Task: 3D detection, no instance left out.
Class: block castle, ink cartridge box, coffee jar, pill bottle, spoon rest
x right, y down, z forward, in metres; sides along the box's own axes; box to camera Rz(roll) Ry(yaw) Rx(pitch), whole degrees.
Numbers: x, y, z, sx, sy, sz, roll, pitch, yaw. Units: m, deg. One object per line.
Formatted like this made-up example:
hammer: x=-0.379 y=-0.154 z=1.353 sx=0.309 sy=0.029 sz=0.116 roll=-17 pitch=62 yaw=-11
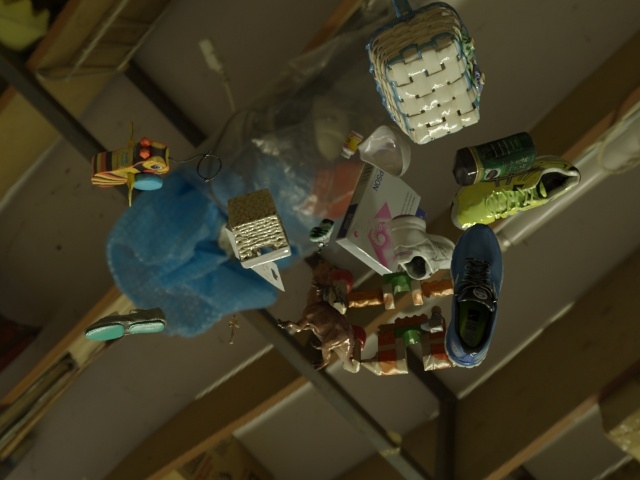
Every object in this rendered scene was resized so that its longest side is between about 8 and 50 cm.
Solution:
block castle: x=0.258 y=0.206 z=1.977 sx=0.453 sy=0.303 sz=0.213 roll=-9 pitch=-152 yaw=9
ink cartridge box: x=0.231 y=-0.054 z=2.248 sx=0.071 sy=0.330 sz=0.324 roll=-14 pitch=-132 yaw=51
coffee jar: x=0.403 y=-0.189 z=1.564 sx=0.184 sy=0.079 sz=0.096 roll=-15 pitch=156 yaw=-5
pill bottle: x=0.096 y=-0.299 z=2.084 sx=0.083 sy=0.043 sz=0.043 roll=-61 pitch=-177 yaw=10
spoon rest: x=0.159 y=-0.236 z=1.741 sx=0.084 sy=0.137 sz=0.276 roll=-19 pitch=-166 yaw=-10
ink cartridge box: x=-0.155 y=0.036 z=1.693 sx=0.045 sy=0.179 sz=0.145 roll=-48 pitch=154 yaw=-22

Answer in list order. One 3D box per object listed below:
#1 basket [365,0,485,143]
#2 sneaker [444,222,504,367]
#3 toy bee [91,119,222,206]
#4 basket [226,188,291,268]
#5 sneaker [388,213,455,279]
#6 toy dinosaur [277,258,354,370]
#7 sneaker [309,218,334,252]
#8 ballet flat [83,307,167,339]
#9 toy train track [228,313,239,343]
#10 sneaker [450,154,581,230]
basket: x=0.204 y=-0.334 z=1.309 sx=0.201 sy=0.255 sz=0.289 roll=-23 pitch=-145 yaw=7
sneaker: x=0.357 y=0.115 z=1.498 sx=0.147 sy=0.130 sz=0.330 roll=86 pitch=12 yaw=-73
toy bee: x=-0.407 y=-0.194 z=1.525 sx=0.298 sy=0.195 sz=0.162 roll=-26 pitch=163 yaw=4
basket: x=-0.138 y=-0.032 z=1.460 sx=0.113 sy=0.103 sz=0.167 roll=-17 pitch=-151 yaw=-3
sneaker: x=0.263 y=0.045 z=1.728 sx=0.114 sy=0.305 sz=0.152 roll=-15 pitch=-116 yaw=32
toy dinosaur: x=0.028 y=0.218 z=1.785 sx=0.200 sy=0.296 sz=0.127 roll=-36 pitch=-177 yaw=18
sneaker: x=0.000 y=0.000 z=1.460 sx=0.098 sy=0.038 sz=0.069 roll=-39 pitch=148 yaw=-55
ballet flat: x=-0.515 y=0.215 z=1.755 sx=0.213 sy=0.068 sz=0.072 roll=-4 pitch=138 yaw=-25
toy train track: x=-0.243 y=0.243 z=1.831 sx=0.014 sy=0.048 sz=0.083 roll=-12 pitch=-123 yaw=25
sneaker: x=0.544 y=-0.142 z=1.875 sx=0.384 sy=0.145 sz=0.147 roll=-26 pitch=-168 yaw=-5
